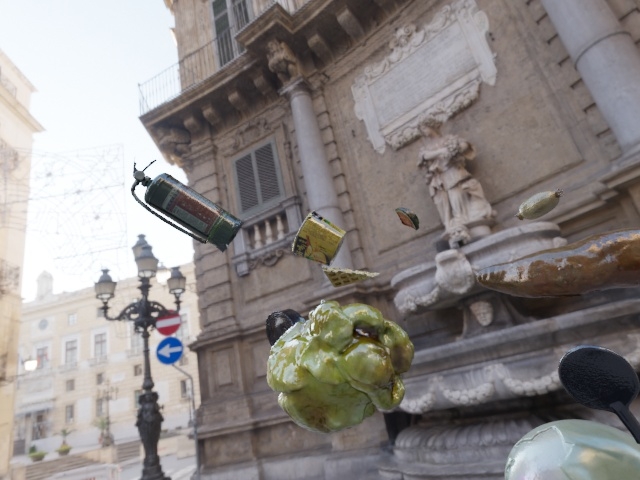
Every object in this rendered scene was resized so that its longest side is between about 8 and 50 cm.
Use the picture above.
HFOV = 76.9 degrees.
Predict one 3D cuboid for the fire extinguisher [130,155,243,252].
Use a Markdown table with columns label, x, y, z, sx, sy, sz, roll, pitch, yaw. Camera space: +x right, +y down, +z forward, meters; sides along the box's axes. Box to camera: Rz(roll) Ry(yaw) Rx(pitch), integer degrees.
| label | x | y | z | sx | sy | sz | roll | pitch | yaw |
| --- | --- | --- | --- | --- | --- | --- | --- | --- | --- |
| fire extinguisher | -0.328 | -0.086 | 0.943 | 0.294 | 0.118 | 0.093 | 33 | -21 | -8 |

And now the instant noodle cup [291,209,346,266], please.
| label | x | y | z | sx | sy | sz | roll | pitch | yaw |
| --- | --- | --- | --- | --- | --- | --- | --- | --- | --- |
| instant noodle cup | 0.000 | 0.000 | 1.193 | 0.122 | 0.151 | 0.151 | 25 | -22 | 6 |

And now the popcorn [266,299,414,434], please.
| label | x | y | z | sx | sy | sz | roll | pitch | yaw |
| --- | --- | --- | --- | --- | --- | --- | --- | --- | --- |
| popcorn | 0.045 | 0.223 | 0.747 | 0.276 | 0.225 | 0.276 | -44 | 0 | 0 |

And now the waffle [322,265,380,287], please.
| label | x | y | z | sx | sy | sz | roll | pitch | yaw |
| --- | --- | --- | --- | --- | --- | --- | --- | --- | --- |
| waffle | 0.118 | 0.117 | 1.537 | 0.191 | 0.032 | 0.125 | -19 | -52 | 18 |

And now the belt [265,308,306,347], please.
| label | x | y | z | sx | sy | sz | roll | pitch | yaw |
| --- | --- | --- | --- | --- | --- | --- | --- | --- | --- |
| belt | -0.107 | 0.333 | 1.416 | 0.078 | 0.198 | 0.151 | -1 | -42 | -49 |

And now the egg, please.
| label | x | y | z | sx | sy | sz | roll | pitch | yaw |
| --- | --- | --- | --- | --- | --- | --- | --- | --- | --- |
| egg | 0.632 | 0.592 | 0.987 | 0.336 | 0.278 | 0.278 | -9 | -21 | 2 |

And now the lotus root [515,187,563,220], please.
| label | x | y | z | sx | sy | sz | roll | pitch | yaw |
| --- | --- | --- | --- | --- | --- | --- | --- | --- | --- |
| lotus root | 0.628 | -0.098 | 1.168 | 0.073 | 0.062 | 0.150 | -7 | -24 | -37 |

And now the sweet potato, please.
| label | x | y | z | sx | sy | sz | roll | pitch | yaw |
| --- | --- | --- | --- | --- | --- | --- | --- | --- | --- |
| sweet potato | 0.399 | 0.041 | 0.632 | 0.291 | 0.097 | 0.097 | -11 | -20 | 18 |

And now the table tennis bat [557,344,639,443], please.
| label | x | y | z | sx | sy | sz | roll | pitch | yaw |
| --- | --- | --- | --- | --- | --- | --- | --- | --- | --- |
| table tennis bat | 0.649 | 0.345 | 0.909 | 0.150 | 0.236 | 0.027 | -42 | -15 | 35 |

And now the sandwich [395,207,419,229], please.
| label | x | y | z | sx | sy | sz | roll | pitch | yaw |
| --- | --- | --- | --- | --- | --- | --- | --- | --- | --- |
| sandwich | 0.298 | -0.080 | 1.390 | 0.026 | 0.101 | 0.069 | -35 | -54 | -17 |
